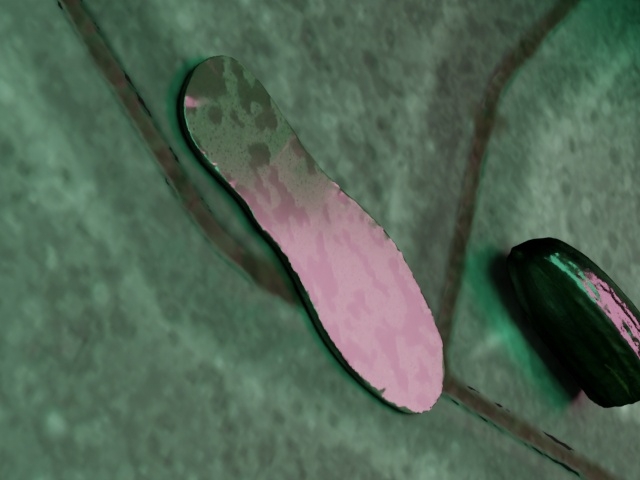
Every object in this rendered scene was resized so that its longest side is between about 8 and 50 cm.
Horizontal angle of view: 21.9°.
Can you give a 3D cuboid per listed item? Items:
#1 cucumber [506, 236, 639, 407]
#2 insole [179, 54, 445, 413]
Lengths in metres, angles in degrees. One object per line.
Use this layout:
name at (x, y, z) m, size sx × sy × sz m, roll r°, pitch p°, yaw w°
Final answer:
cucumber at (0.130, 0.035, 0.825) m, size 0.105 × 0.048 × 0.048 m, roll 49°, pitch 50°, yaw -21°
insole at (0.000, 0.000, 0.734) m, size 0.193 × 0.006 × 0.065 m, roll 52°, pitch 50°, yaw -21°
